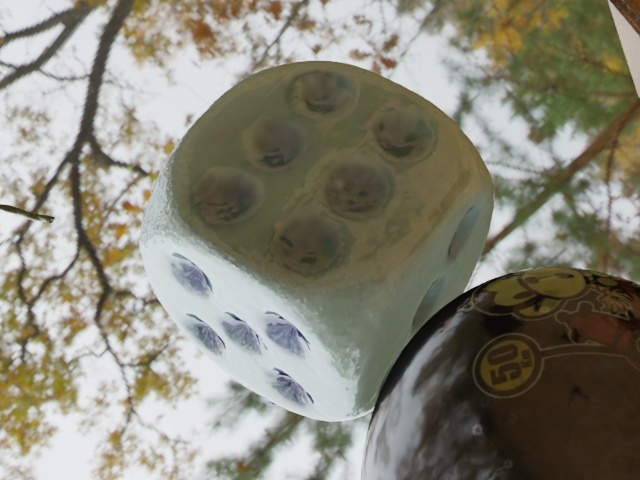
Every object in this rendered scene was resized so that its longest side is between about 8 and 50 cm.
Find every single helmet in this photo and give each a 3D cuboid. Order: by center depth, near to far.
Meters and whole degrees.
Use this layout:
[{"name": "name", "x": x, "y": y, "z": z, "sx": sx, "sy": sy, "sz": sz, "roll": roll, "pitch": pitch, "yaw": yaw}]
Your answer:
[{"name": "helmet", "x": 0.106, "y": 0.128, "z": 0.589, "sx": 0.160, "sy": 0.279, "sz": 0.230, "roll": 30, "pitch": -155, "yaw": -11}]

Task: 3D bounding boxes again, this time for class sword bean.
[{"name": "sword bean", "x": -0.304, "y": -0.030, "z": 0.990, "sx": 0.083, "sy": 0.012, "sz": 0.012, "roll": 14, "pitch": -158, "yaw": 10}]

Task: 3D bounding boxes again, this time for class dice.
[{"name": "dice", "x": 0.000, "y": 0.000, "z": 0.995, "sx": 0.264, "sy": 0.262, "sz": 0.268, "roll": 31, "pitch": -119, "yaw": 20}]

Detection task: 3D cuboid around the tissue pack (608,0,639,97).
[{"name": "tissue pack", "x": 0.381, "y": -0.106, "z": 0.808, "sx": 0.194, "sy": 0.145, "sz": 0.274, "roll": 34, "pitch": -156, "yaw": -58}]
